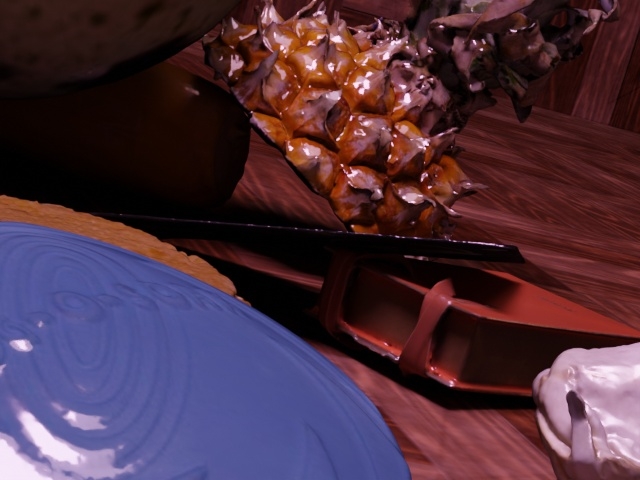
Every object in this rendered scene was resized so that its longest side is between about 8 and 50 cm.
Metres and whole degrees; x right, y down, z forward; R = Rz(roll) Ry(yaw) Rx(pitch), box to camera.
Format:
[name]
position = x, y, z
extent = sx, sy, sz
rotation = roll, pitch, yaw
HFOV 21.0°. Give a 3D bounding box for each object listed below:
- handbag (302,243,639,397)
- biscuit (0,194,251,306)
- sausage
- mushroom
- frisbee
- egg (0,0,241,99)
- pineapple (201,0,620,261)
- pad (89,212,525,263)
[handbag]
position = 0.096, 0.051, 1.035
extent = 0.190, 0.062, 0.127
rotation = 9, 13, -47
[biscuit]
position = -0.141, 0.021, 0.866
extent = 0.226, 0.042, 0.226
rotation = 15, 11, -3
[sausage]
position = -0.210, -0.108, 1.270
extent = 0.328, 0.112, 0.112
rotation = 17, 11, 11
[mushroom]
position = 0.183, 0.092, 0.867
extent = 0.099, 0.096, 0.278
rotation = 24, 9, 29
[frisbee]
position = -0.094, 0.046, 0.669
extent = 0.290, 0.049, 0.289
rotation = 17, 20, -6
[egg]
position = -0.220, -0.259, 1.104
extent = 0.428, 0.345, 0.345
rotation = -7, 8, 9
[pineapple]
position = 0.086, -0.144, 1.236
extent = 0.262, 0.272, 0.262
rotation = 47, 7, -7
[pad]
position = 0.000, 0.000, 1.049
extent = 0.246, 0.006, 0.170
rotation = 4, -3, 8
